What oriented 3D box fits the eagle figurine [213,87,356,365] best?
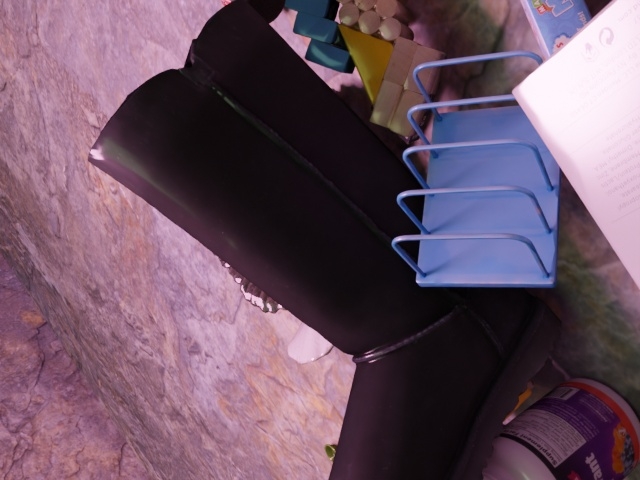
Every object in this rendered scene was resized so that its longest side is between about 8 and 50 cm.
[{"bbox_3d":[0.001,0.001,0.921,0.298,0.226,0.225,55,168,7],"label":"eagle figurine"}]

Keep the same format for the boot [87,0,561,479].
[{"bbox_3d":[-0.029,0.047,0.694,0.445,0.367,0.146,45,148,-9],"label":"boot"}]

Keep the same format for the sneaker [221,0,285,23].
[{"bbox_3d":[-0.103,-0.396,0.885,0.145,0.090,0.270,42,144,29],"label":"sneaker"}]

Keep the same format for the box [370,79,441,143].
[{"bbox_3d":[0.091,-0.157,0.831,0.067,0.018,0.083,49,145,26],"label":"box"}]

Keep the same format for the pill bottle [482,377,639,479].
[{"bbox_3d":[0.215,0.223,0.742,0.108,0.194,0.108,36,139,39],"label":"pill bottle"}]

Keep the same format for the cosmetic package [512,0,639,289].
[{"bbox_3d":[0.274,-0.055,0.432,0.224,0.224,0.138,60,148,9],"label":"cosmetic package"}]

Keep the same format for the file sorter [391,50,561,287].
[{"bbox_3d":[0.131,-0.057,0.640,0.118,0.104,0.170,-1,69,27],"label":"file sorter"}]

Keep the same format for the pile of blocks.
[{"bbox_3d":[0.019,-0.270,0.755,0.149,0.113,0.362,-17,94,18],"label":"pile of blocks"}]

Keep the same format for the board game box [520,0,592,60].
[{"bbox_3d":[0.175,-0.172,0.575,0.039,0.160,0.211,-24,92,19],"label":"board game box"}]

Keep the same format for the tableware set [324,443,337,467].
[{"bbox_3d":[0.048,0.418,1.291,0.104,0.024,0.154,13,123,52],"label":"tableware set"}]

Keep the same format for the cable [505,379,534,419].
[{"bbox_3d":[0.125,0.224,0.845,0.140,0.287,0.072,24,166,39],"label":"cable"}]
